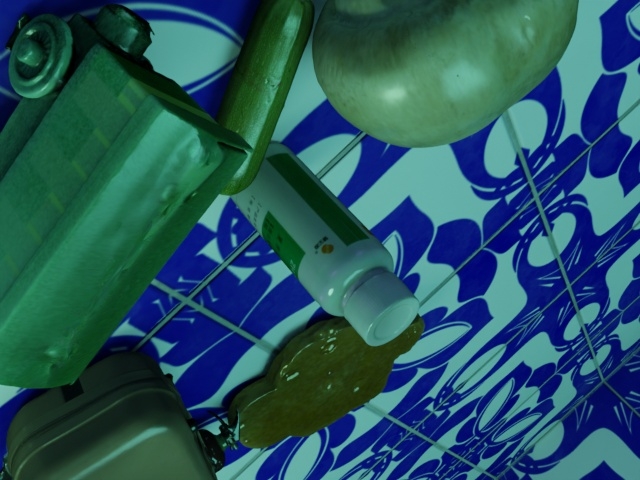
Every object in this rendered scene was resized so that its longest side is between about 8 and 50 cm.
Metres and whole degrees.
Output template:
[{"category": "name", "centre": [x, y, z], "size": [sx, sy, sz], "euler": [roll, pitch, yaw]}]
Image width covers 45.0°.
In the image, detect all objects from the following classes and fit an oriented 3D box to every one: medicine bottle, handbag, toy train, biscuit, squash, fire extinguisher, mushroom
[{"category": "medicine bottle", "centre": [0.000, 0.000, 0.831], "size": [0.095, 0.260, 0.095], "euler": [-26, 142, -22]}, {"category": "handbag", "centre": [-0.279, 0.308, 0.974], "size": [0.283, 0.149, 0.302], "euler": [-28, 138, -16]}, {"category": "toy train", "centre": [-0.209, -0.037, 0.627], "size": [0.301, 0.202, 0.120], "euler": [-50, 151, 12]}, {"category": "biscuit", "centre": [0.014, 0.217, 1.288], "size": [0.375, 0.051, 0.269], "euler": [-26, 142, -18]}, {"category": "squash", "centre": [-0.065, -0.144, 0.775], "size": [0.066, 0.066, 0.229], "euler": [-6, 133, -43]}, {"category": "fire extinguisher", "centre": [-0.213, 0.332, 1.164], "size": [0.231, 0.071, 0.099], "euler": [-32, 121, -8]}, {"category": "mushroom", "centre": [0.103, -0.225, 0.714], "size": [0.253, 0.260, 0.234], "euler": [-16, 126, 20]}]
